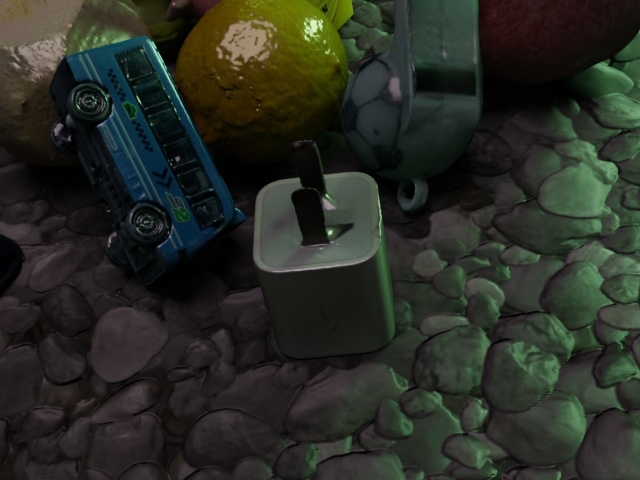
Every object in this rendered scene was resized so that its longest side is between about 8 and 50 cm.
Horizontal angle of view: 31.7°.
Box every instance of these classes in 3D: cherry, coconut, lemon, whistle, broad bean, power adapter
[{"bbox_3d":[0.257,-0.291,1.327,0.239,0.239,0.206,0,10,12],"label":"cherry"},{"bbox_3d":[-0.308,-0.205,1.361,0.236,0.197,0.237,-11,44,11],"label":"coconut"},{"bbox_3d":[-0.065,-0.189,1.297,0.192,0.192,0.231,26,58,31],"label":"lemon"},{"bbox_3d":[0.098,-0.175,1.246,0.163,0.163,0.290,-2,85,10],"label":"whistle"},{"bbox_3d":[-0.232,-0.313,1.528,0.124,0.082,0.174,6,47,7],"label":"broad bean"},{"bbox_3d":[0.000,0.000,1.095,0.125,0.205,0.130,-6,44,6],"label":"power adapter"}]

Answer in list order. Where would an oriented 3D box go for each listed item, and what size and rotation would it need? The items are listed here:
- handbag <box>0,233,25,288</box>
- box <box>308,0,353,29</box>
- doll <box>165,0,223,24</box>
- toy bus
[{"bbox_3d":[-0.532,0.028,1.248,0.325,0.118,0.269,14,52,26],"label":"handbag"},{"bbox_3d":[-0.032,-0.352,1.393,0.043,0.269,0.152,22,54,30],"label":"box"},{"bbox_3d":[-0.143,-0.351,1.493,0.262,0.093,0.211,23,45,-12],"label":"doll"},{"bbox_3d":[-0.190,-0.085,1.205,0.134,0.113,0.246,-26,86,-28],"label":"toy bus"}]
